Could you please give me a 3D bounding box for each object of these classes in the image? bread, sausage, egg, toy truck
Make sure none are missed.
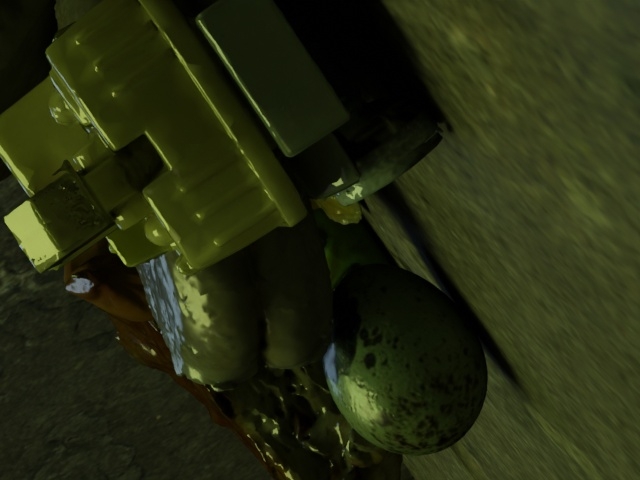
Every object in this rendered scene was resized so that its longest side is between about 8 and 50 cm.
[{"bbox_3d":[-0.060,0.080,1.748,0.370,0.191,0.314,40,164,27],"label":"bread"},{"bbox_3d":[-0.096,-0.015,1.178,0.112,0.112,0.328,56,-161,-11],"label":"sausage"},{"bbox_3d":[-0.083,-0.072,1.000,0.337,0.102,0.183,-121,16,-53],"label":"bread"},{"bbox_3d":[0.012,0.027,1.199,0.130,0.071,0.139,51,176,8],"label":"bread"},{"bbox_3d":[0.043,0.063,0.966,0.110,0.085,0.085,62,178,15],"label":"egg"},{"bbox_3d":[-0.061,-0.049,0.742,0.124,0.157,0.272,57,175,-7],"label":"toy truck"}]

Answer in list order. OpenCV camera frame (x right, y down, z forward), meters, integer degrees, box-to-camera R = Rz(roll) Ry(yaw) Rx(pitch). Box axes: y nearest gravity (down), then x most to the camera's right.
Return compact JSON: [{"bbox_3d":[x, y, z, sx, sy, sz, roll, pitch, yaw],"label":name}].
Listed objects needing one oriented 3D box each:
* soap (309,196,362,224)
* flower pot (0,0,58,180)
[{"bbox_3d":[-0.026,-0.065,1.136,0.089,0.033,0.168,58,174,-33],"label":"soap"},{"bbox_3d":[-0.298,-0.211,1.176,0.330,0.294,0.293,30,173,6],"label":"flower pot"}]
